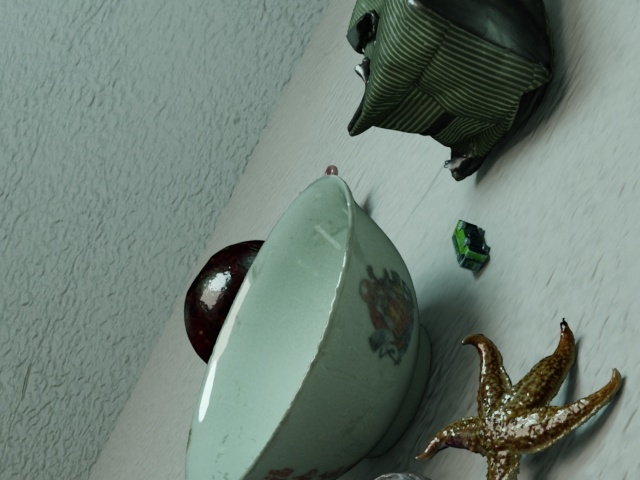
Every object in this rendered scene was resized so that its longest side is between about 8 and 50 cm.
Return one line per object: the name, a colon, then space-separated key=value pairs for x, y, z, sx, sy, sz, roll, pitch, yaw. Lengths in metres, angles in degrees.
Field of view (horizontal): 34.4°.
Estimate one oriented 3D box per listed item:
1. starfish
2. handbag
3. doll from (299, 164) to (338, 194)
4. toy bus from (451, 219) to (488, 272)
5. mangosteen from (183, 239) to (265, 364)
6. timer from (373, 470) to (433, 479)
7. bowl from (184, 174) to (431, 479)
starfish: x=0.169 y=0.171 z=0.926 sx=0.213 sy=0.057 sz=0.238 roll=-15 pitch=47 yaw=52
handbag: x=0.158 y=-0.263 z=1.365 sx=0.240 sy=0.247 sz=0.341 roll=-54 pitch=23 yaw=39
doll: x=0.000 y=0.000 z=1.784 sx=0.211 sy=0.093 sz=0.262 roll=25 pitch=103 yaw=64
toy bus: x=0.181 y=0.006 z=1.264 sx=0.083 sy=0.031 sz=0.037 roll=-91 pitch=23 yaw=-61
mangosteen: x=-0.079 y=0.112 z=1.647 sx=0.289 sy=0.231 sz=0.231 roll=0 pitch=61 yaw=41
timer: x=0.059 y=0.333 z=0.997 sx=0.208 sy=0.069 sz=0.191 roll=-52 pitch=25 yaw=8
bowl: x=0.010 y=0.152 z=1.279 sx=0.435 sy=0.196 sz=0.435 roll=-57 pitch=17 yaw=29
